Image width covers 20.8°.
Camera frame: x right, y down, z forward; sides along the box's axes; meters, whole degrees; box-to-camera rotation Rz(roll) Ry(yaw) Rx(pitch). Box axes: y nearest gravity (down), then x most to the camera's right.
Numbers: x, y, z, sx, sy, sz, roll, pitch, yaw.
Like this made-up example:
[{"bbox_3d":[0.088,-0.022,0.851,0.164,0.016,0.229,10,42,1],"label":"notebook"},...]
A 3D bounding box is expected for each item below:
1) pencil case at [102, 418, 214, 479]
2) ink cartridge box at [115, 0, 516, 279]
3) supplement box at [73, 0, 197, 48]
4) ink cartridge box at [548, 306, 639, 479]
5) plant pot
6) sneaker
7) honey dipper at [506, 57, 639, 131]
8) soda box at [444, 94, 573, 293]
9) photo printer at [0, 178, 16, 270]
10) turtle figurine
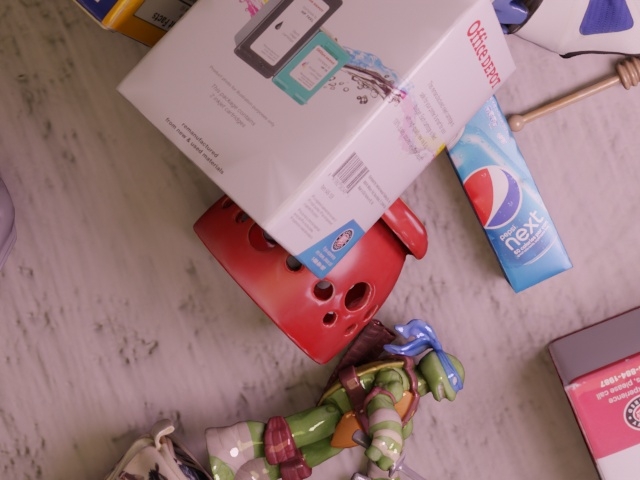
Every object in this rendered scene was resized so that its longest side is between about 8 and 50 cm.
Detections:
[{"bbox_3d":[-0.260,0.360,1.783,0.410,0.160,0.183,-39,114,6],"label":"pencil case"},{"bbox_3d":[0.004,-0.144,1.534,0.197,0.198,0.270,43,89,20],"label":"ink cartridge box"},{"bbox_3d":[-0.111,-0.367,1.595,0.195,0.194,0.356,43,98,16],"label":"supplement box"},{"bbox_3d":[0.433,0.245,1.777,0.279,0.160,0.384,-22,101,3],"label":"ink cartridge box"},{"bbox_3d":[0.000,0.000,1.704,0.174,0.191,0.191,-41,100,1],"label":"plant pot"},{"bbox_3d":[0.291,-0.285,1.665,0.182,0.127,0.315,26,132,-19],"label":"sneaker"},{"bbox_3d":[0.264,-0.148,1.764,0.161,0.030,0.030,-23,101,8],"label":"honey dipper"},{"bbox_3d":[0.178,-0.058,1.755,0.067,0.071,0.210,-26,101,3],"label":"soda box"},{"bbox_3d":[-0.417,0.016,1.633,0.256,0.307,0.107,-20,102,0],"label":"photo printer"},{"bbox_3d":[0.036,0.234,1.748,0.266,0.198,0.274,-17,98,4],"label":"turtle figurine"}]
